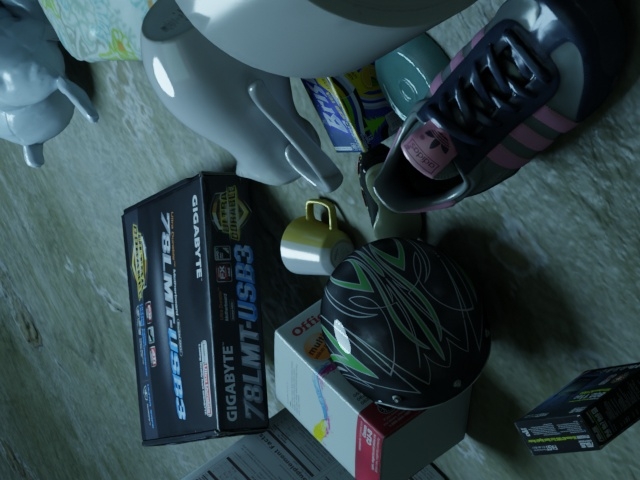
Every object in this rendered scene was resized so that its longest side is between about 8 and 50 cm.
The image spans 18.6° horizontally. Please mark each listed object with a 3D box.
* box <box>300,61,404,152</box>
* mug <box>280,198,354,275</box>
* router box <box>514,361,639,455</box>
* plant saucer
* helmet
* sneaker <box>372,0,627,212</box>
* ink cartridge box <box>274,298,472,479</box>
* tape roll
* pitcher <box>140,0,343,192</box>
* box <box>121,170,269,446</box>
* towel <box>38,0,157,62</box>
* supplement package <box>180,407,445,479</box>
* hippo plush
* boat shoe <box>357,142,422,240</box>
[{"bbox_3d":[0.013,-0.166,1.814,0.059,0.054,0.169,5,124,61],"label":"box"},{"bbox_3d":[-0.001,0.004,2.052,0.064,0.062,0.078,14,139,47],"label":"mug"},{"bbox_3d":[0.240,0.149,1.730,0.038,0.092,0.122,58,156,-5],"label":"router box"},{"bbox_3d":[0.085,-0.138,1.753,0.119,0.021,0.119,42,152,29],"label":"plant saucer"},{"bbox_3d":[0.080,0.079,1.863,0.169,0.169,0.161,55,173,5],"label":"helmet"},{"bbox_3d":[0.137,-0.104,1.559,0.112,0.131,0.319,51,155,10],"label":"sneaker"},{"bbox_3d":[0.052,0.150,2.044,0.176,0.128,0.127,42,152,28],"label":"ink cartridge box"},{"bbox_3d":[0.011,-0.257,1.468,0.246,0.246,0.169,59,157,-5],"label":"tape roll"},{"bbox_3d":[-0.067,-0.136,1.833,0.178,0.125,0.207,28,160,49],"label":"pitcher"},{"bbox_3d":[-0.147,0.085,2.264,0.293,0.073,0.295,161,105,-68],"label":"box"},{"bbox_3d":[-0.231,-0.331,2.006,0.374,0.090,0.320,8,127,55],"label":"towel"},{"bbox_3d":[-0.020,0.333,2.245,0.198,0.263,0.199,43,154,28],"label":"supplement package"},{"bbox_3d":[-0.370,-0.228,2.353,0.294,0.234,0.236,7,164,6],"label":"hippo plush"},{"bbox_3d":[0.067,-0.040,1.889,0.133,0.049,0.042,72,180,-46],"label":"boat shoe"}]
